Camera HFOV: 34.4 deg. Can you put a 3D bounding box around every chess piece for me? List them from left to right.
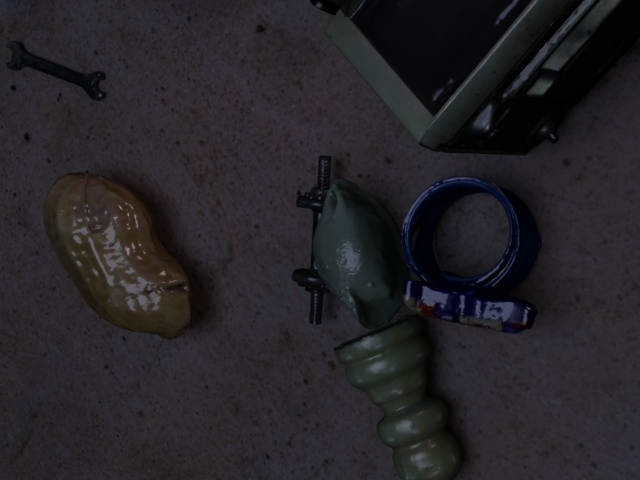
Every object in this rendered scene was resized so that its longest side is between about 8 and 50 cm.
[{"bbox_3d":[0.122,0.239,1.477,0.133,0.133,0.243,-24,86,30],"label":"chess piece"}]

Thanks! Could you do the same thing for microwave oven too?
[{"bbox_3d":[0.255,-0.305,1.225,0.247,0.333,0.394,51,117,22],"label":"microwave oven"}]

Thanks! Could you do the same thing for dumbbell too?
[{"bbox_3d":[0.000,0.000,1.551,0.081,0.081,0.254,7,97,31],"label":"dumbbell"}]

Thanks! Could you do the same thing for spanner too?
[{"bbox_3d":[-0.477,-0.305,1.853,0.254,0.015,0.054,23,103,28],"label":"spanner"}]

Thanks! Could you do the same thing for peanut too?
[{"bbox_3d":[-0.334,0.027,1.718,0.174,0.158,0.340,-31,81,-1],"label":"peanut"}]

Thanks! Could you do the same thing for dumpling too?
[{"bbox_3d":[0.051,0.022,1.475,0.108,0.152,0.219,-11,76,21],"label":"dumpling"}]

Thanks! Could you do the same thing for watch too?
[{"bbox_3d":[0.207,0.016,1.393,0.196,0.171,0.200,8,87,19],"label":"watch"}]

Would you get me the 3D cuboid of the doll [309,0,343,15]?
[{"bbox_3d":[0.059,-0.445,1.449,0.257,0.117,0.182,-55,38,23],"label":"doll"}]
